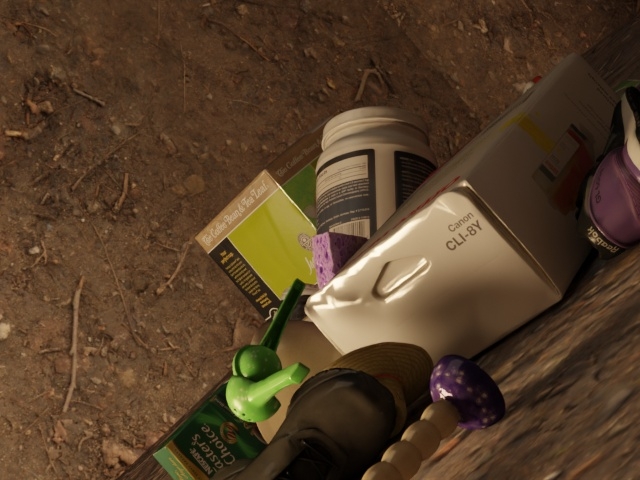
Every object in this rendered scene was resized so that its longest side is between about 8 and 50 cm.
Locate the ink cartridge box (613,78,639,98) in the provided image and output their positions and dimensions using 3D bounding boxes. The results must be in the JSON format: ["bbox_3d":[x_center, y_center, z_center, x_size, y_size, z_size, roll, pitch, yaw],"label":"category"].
[{"bbox_3d":[0.388,-0.142,1.874,0.235,0.056,0.171,-39,3,9],"label":"ink cartridge box"}]

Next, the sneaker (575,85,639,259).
[{"bbox_3d":[0.306,-0.068,1.286,0.124,0.107,0.283,-47,0,24],"label":"sneaker"}]

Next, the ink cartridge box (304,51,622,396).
[{"bbox_3d":[0.190,-0.017,1.444,0.279,0.160,0.385,-40,2,40],"label":"ink cartridge box"}]

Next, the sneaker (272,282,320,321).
[{"bbox_3d":[-0.047,0.199,1.997,0.268,0.101,0.153,106,174,-48],"label":"sneaker"}]

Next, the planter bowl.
[{"bbox_3d":[-0.002,0.169,1.505,0.109,0.162,0.162,-10,16,24],"label":"planter bowl"}]

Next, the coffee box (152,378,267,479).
[{"bbox_3d":[-0.149,0.295,1.850,0.040,0.113,0.184,-35,4,42],"label":"coffee box"}]

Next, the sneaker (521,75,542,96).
[{"bbox_3d":[0.312,-0.174,1.948,0.145,0.090,0.270,-39,5,5],"label":"sneaker"}]

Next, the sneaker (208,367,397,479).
[{"bbox_3d":[-0.029,0.240,1.234,0.286,0.109,0.130,-49,6,28],"label":"sneaker"}]

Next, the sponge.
[{"bbox_3d":[0.071,0.055,1.545,0.031,0.117,0.210,-20,-16,35],"label":"sponge"}]

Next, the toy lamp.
[{"bbox_3d":[0.036,0.202,0.978,0.275,0.080,0.080,-39,1,-29],"label":"toy lamp"}]

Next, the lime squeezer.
[{"bbox_3d":[-0.055,0.119,1.277,0.310,0.059,0.109,-92,22,-78],"label":"lime squeezer"}]

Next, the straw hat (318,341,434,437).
[{"bbox_3d":[0.058,0.170,1.292,0.144,0.144,0.061,-40,45,26],"label":"straw hat"}]

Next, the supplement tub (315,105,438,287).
[{"bbox_3d":[0.088,-0.047,1.937,0.191,0.191,0.272,-38,46,55],"label":"supplement tub"}]

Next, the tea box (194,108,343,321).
[{"bbox_3d":[0.000,0.000,2.281,0.220,0.323,0.329,-43,3,-34],"label":"tea box"}]

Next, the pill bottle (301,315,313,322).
[{"bbox_3d":[0.006,0.159,1.736,0.215,0.117,0.117,-41,2,15],"label":"pill bottle"}]
